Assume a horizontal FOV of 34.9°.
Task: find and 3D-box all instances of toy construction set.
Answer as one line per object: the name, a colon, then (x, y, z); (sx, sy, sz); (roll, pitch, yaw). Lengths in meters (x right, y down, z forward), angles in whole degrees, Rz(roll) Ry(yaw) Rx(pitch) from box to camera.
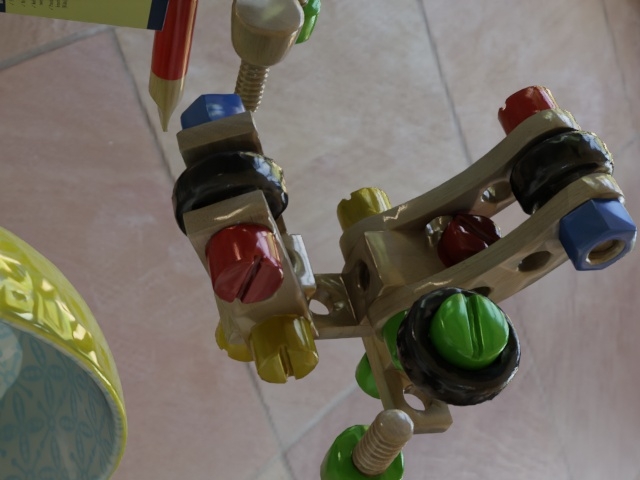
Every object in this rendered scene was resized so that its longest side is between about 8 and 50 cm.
toy construction set: (0.000, 0.000, 0.621); (0.257, 0.237, 0.309); (-29, 67, -31)

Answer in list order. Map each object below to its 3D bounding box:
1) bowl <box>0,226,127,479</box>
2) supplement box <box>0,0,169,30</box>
bowl: (-0.266, 0.062, 0.618); (0.289, 0.289, 0.156); (32, 33, -40)
supplement box: (-0.108, -0.146, 0.462); (0.083, 0.083, 0.056); (4, 64, -15)
